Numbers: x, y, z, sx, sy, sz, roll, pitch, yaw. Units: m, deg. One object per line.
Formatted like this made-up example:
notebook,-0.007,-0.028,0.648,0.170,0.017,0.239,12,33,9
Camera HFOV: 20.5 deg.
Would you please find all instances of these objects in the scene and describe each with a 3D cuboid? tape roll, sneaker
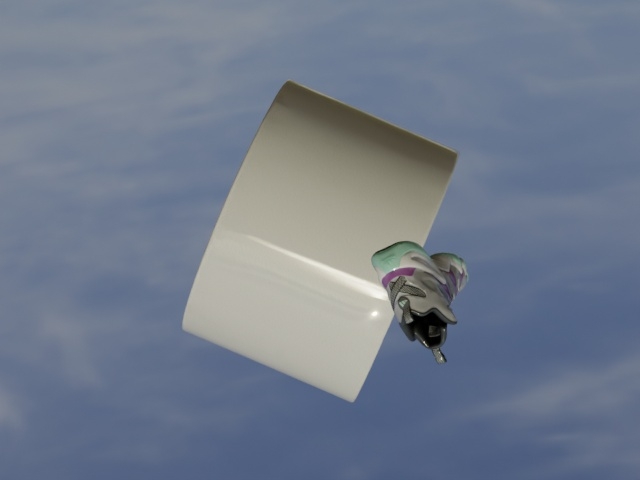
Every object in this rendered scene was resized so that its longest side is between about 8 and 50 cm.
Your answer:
tape roll,0.000,0.000,1.570,0.169,0.246,0.246,23,-154,1
sneaker,0.067,0.042,1.060,0.038,0.069,0.098,-27,159,27
